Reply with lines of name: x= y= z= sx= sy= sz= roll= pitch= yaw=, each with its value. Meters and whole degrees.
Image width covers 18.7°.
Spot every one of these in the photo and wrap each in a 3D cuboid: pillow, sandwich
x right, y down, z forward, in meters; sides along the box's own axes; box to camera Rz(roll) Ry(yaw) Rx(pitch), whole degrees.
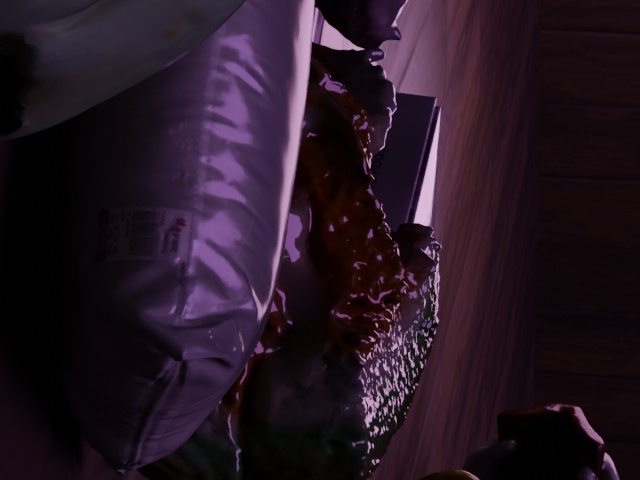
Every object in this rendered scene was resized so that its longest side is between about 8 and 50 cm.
pillow: x=-0.043 y=-0.056 z=0.656 sx=0.144 sy=0.078 sz=0.254 roll=100 pitch=-3 yaw=-70
sandwich: x=-0.008 y=0.004 z=0.762 sx=0.185 sy=0.109 sz=0.160 roll=-71 pitch=167 yaw=-63

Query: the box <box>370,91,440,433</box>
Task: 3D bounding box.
box: x=0.028 y=0.012 z=1.011 sx=0.130 sy=0.051 sz=0.129 roll=-75 pitch=168 yaw=-46

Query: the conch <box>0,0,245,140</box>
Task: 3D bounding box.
conch: x=-0.069 y=-0.103 z=0.444 sx=0.143 sy=0.137 sz=0.250 roll=65 pitch=-5 yaw=-8

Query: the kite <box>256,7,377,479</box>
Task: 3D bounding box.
kite: x=-0.002 y=0.000 z=1.021 sx=0.327 sy=0.013 sz=0.377 roll=-72 pitch=164 yaw=-49

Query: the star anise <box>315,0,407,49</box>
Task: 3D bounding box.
star anise: x=0.021 y=-0.193 z=0.823 sx=0.229 sy=0.093 sz=0.236 roll=-19 pitch=132 yaw=-46

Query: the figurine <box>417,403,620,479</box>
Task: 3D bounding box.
figurine: x=0.161 y=0.275 z=1.620 sx=0.283 sy=0.204 sz=0.338 roll=-62 pitch=158 yaw=4
